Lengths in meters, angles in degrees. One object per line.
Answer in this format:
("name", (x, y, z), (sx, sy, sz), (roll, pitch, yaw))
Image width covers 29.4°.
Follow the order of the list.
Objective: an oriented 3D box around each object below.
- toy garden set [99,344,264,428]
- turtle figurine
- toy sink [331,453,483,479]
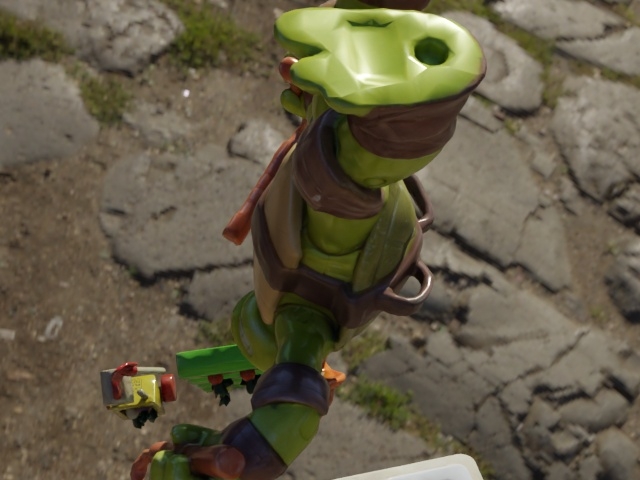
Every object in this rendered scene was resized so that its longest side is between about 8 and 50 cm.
("toy garden set", (-0.107, 0.134, 1.100), (0.203, 0.244, 0.049), (-8, 80, -1))
("turtle figurine", (0.000, 0.000, 0.427), (0.087, 0.217, 0.270), (16, 50, 0))
("toy sink", (0.055, 0.249, 0.913), (0.152, 0.234, 0.131), (-6, 62, -34))
